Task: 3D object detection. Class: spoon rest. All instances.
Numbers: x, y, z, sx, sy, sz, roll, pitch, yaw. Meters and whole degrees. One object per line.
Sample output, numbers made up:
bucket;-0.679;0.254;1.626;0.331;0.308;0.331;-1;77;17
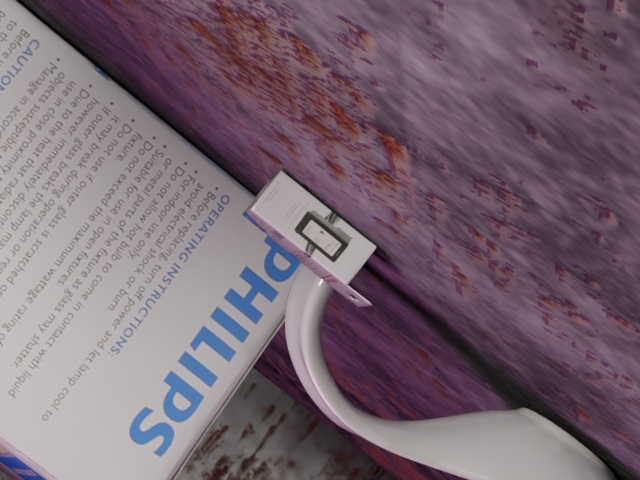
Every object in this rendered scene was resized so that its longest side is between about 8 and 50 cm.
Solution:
spoon rest;0.082;0.116;1.060;0.276;0.084;0.137;41;172;-15

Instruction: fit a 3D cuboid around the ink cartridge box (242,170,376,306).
ink cartridge box;0.000;0.000;0.952;0.083;0.028;0.048;39;173;-5

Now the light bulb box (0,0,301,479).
light bulb box;-0.243;-0.006;1.190;0.361;0.225;0.358;39;166;-14
